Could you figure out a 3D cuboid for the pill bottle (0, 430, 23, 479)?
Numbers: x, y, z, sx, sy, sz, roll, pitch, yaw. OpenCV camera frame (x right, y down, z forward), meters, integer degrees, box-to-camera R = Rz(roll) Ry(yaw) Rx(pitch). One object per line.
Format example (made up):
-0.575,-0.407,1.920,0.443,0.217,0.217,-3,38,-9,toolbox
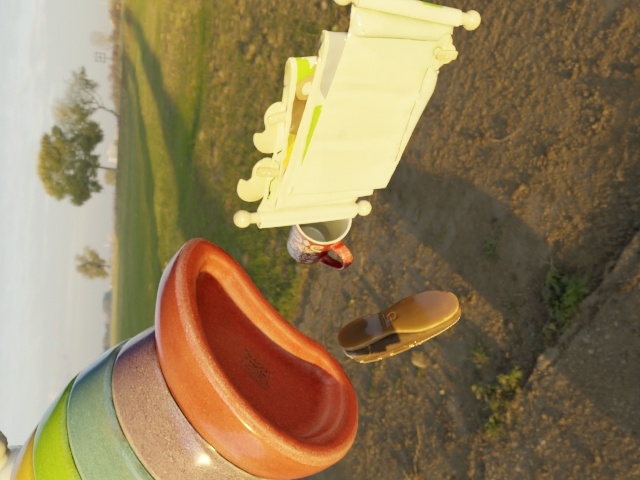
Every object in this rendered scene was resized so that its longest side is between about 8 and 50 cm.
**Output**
-0.440,0.370,0.815,0.208,0.118,0.117,63,169,-19,pill bottle

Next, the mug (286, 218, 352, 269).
-0.010,-0.001,1.164,0.169,0.113,0.150,123,139,-67,mug

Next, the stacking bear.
-0.137,0.166,0.398,0.289,0.175,0.164,-41,12,12,stacking bear

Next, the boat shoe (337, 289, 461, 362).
0.132,0.144,0.934,0.073,0.207,0.073,54,-156,-39,boat shoe

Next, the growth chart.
0.024,-0.102,0.497,0.021,0.172,0.237,56,131,39,growth chart
